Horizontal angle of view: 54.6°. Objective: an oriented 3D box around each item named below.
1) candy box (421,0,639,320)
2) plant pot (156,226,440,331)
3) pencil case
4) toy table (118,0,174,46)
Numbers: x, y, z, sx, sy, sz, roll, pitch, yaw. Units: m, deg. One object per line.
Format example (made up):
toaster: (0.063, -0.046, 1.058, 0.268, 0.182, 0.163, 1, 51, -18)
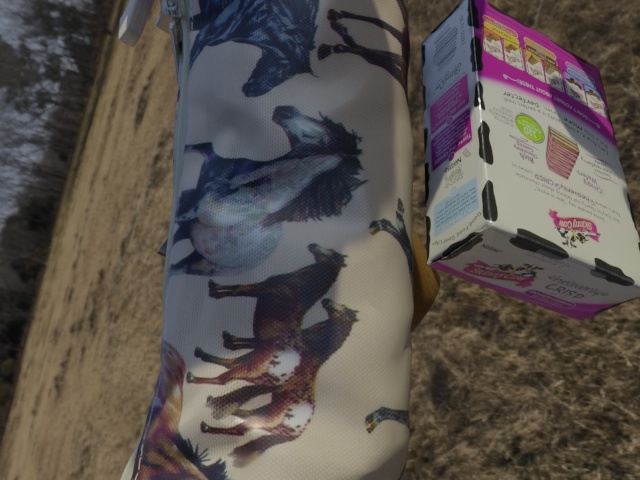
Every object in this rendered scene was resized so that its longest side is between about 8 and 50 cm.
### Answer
candy box: (0.165, -0.069, 0.503, 0.071, 0.159, 0.233, -41, 36, 49)
plant pot: (0.000, 0.000, 0.675, 0.237, 0.254, 0.237, -49, 9, 10)
pencil case: (-0.032, -0.005, 0.409, 0.160, 0.184, 0.410, 116, 158, -72)
toy table: (-0.297, -0.462, 1.067, 0.161, 0.252, 0.274, -42, 31, 30)
